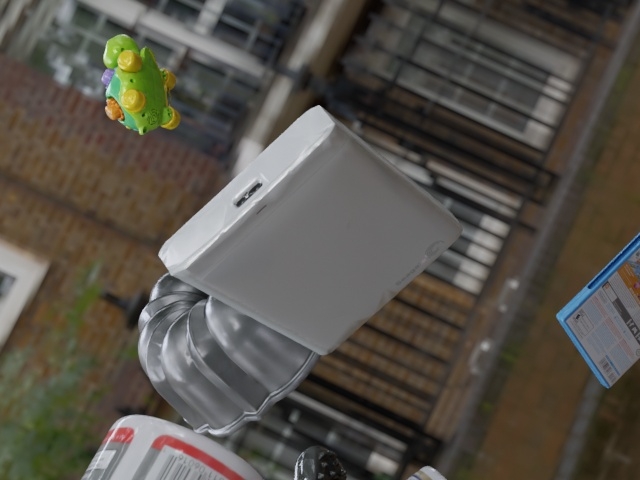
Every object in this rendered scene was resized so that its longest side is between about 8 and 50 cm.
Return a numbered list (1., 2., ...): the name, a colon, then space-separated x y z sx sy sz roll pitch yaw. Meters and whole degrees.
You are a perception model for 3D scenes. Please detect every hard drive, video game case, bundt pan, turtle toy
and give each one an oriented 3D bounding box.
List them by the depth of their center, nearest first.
1. hard drive: 0.000 0.000 1.655 0.203 0.040 0.307 -42 -31 9
2. video game case: 0.327 0.059 1.755 0.166 0.119 0.015 -44 36 -8
3. turtle toy: -0.215 -0.180 1.960 0.095 0.066 0.130 25 -129 -57
4. bundt pan: -0.093 0.060 1.974 0.331 0.124 0.330 -41 26 24

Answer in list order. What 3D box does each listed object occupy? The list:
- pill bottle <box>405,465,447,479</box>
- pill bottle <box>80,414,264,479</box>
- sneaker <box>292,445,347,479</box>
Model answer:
1. pill bottle: 0.070 0.311 1.698 0.169 0.094 0.094 -37 -11 -11
2. pill bottle: -0.167 0.303 1.417 0.283 0.161 0.161 -61 -6 -26
3. sneaker: -0.026 0.301 1.522 0.078 0.106 0.234 4 -96 -59
